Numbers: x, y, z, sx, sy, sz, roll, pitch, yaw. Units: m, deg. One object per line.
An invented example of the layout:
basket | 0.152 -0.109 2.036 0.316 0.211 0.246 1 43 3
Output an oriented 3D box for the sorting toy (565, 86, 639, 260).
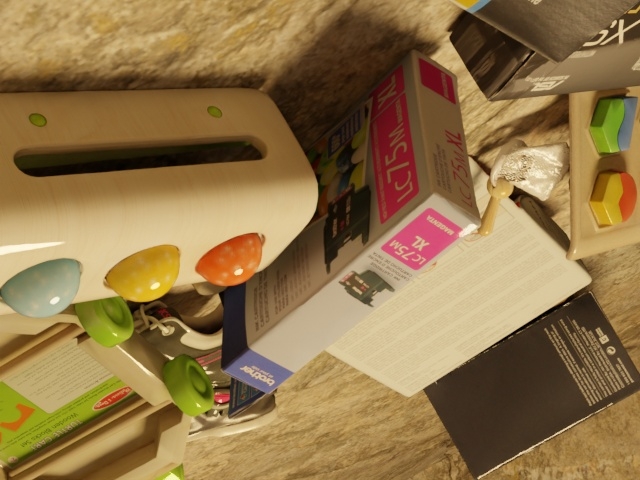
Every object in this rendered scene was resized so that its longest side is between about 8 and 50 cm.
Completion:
sorting toy | 0.339 -0.090 1.211 0.193 0.038 0.208 -12 110 -37

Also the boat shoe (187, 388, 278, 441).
boat shoe | -0.211 0.206 1.339 0.335 0.095 0.112 -15 -168 -24

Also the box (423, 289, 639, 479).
box | 0.362 0.242 1.924 0.313 0.179 0.343 -30 170 7

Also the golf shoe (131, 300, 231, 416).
golf shoe | -0.199 0.115 1.133 0.273 0.105 0.120 -1 117 -37

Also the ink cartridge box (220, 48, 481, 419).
ink cartridge box | 0.000 0.000 0.957 0.065 0.185 0.311 28 127 -26

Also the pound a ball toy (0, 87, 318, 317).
pound a ball toy | -0.146 0.002 0.839 0.319 0.135 0.208 -7 151 -43

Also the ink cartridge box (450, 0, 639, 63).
ink cartridge box | 0.158 -0.256 0.619 0.304 0.072 0.307 18 135 -42

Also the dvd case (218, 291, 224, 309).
dvd case | -0.047 0.030 1.113 0.119 0.087 0.013 -28 130 3

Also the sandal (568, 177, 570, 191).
sandal | 0.354 -0.049 1.399 0.086 0.120 0.303 -15 160 4

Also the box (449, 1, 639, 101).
box | 0.290 -0.227 0.932 0.308 0.076 0.242 -11 153 -39

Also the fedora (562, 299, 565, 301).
fedora | 0.266 0.085 1.635 0.194 0.079 0.194 -22 171 -4

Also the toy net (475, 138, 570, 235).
toy net | 0.153 -0.055 1.200 0.232 0.045 0.122 -32 121 9

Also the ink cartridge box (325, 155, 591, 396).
ink cartridge box | 0.130 0.037 1.404 0.308 0.091 0.385 -34 142 16

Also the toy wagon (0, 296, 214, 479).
toy wagon | -0.229 0.171 1.014 0.267 0.068 0.344 -30 131 15
